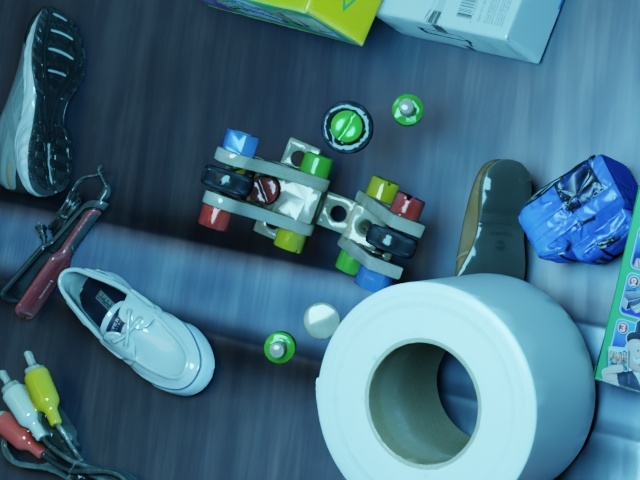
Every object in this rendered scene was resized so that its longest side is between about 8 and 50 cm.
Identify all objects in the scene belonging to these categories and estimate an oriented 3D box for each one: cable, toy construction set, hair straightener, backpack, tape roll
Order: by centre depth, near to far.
[{"bbox_3d":[0.141,0.159,1.687,0.246,0.169,0.246,1,93,29],"label":"tape roll"},{"bbox_3d":[0.276,-0.023,1.731,0.120,0.098,0.101,-32,64,22],"label":"backpack"},{"bbox_3d":[0.000,0.000,1.890,0.257,0.237,0.309,-4,90,3],"label":"toy construction set"},{"bbox_3d":[-0.335,0.279,2.080,0.287,0.072,0.139,47,109,35],"label":"cable"},{"bbox_3d":[-0.360,-0.010,2.198,0.089,0.047,0.230,38,99,36],"label":"hair straightener"}]

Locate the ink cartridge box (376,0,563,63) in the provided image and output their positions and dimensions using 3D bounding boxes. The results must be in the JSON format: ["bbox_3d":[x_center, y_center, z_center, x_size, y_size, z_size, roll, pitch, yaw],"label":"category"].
[{"bbox_3d":[0.176,-0.302,1.890,0.203,0.086,0.148,19,87,38],"label":"ink cartridge box"}]

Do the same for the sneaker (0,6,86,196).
[{"bbox_3d":[-0.397,-0.193,2.250,0.108,0.100,0.271,-3,74,39],"label":"sneaker"}]

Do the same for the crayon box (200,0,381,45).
[{"bbox_3d":[-0.021,-0.424,2.002,0.363,0.106,0.313,24,92,54],"label":"crayon box"}]

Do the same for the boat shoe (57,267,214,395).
[{"bbox_3d":[-0.240,0.113,2.055,0.258,0.084,0.095,29,93,37],"label":"boat shoe"}]

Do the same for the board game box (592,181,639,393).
[{"bbox_3d":[0.436,0.078,1.597,0.317,0.046,0.213,17,97,37],"label":"board game box"}]

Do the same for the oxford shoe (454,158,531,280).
[{"bbox_3d":[0.184,0.014,1.812,0.076,0.076,0.212,-157,79,-76],"label":"oxford shoe"}]
